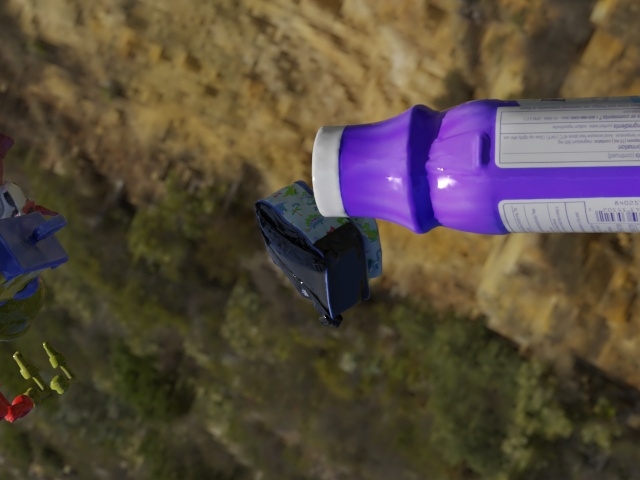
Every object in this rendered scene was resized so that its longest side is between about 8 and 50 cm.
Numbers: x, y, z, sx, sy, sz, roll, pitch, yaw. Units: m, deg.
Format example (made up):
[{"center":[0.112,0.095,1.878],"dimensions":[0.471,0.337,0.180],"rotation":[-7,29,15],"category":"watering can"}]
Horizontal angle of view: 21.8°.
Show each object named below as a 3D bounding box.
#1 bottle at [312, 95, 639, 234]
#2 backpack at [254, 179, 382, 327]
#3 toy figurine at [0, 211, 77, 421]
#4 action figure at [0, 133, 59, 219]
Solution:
[{"center":[0.138,-0.051,1.147],"dimensions":[0.283,0.092,0.118],"rotation":[-1,171,15],"category":"bottle"},{"center":[0.000,0.000,1.499],"dimensions":[0.084,0.105,0.114],"rotation":[-32,-131,-21],"category":"backpack"},{"center":[-0.321,0.057,1.778],"dimensions":[0.191,0.217,0.362],"rotation":[49,-161,10],"category":"toy figurine"},{"center":[-0.495,-0.068,2.000],"dimensions":[0.370,0.275,0.248],"rotation":[29,-153,7],"category":"action figure"}]
